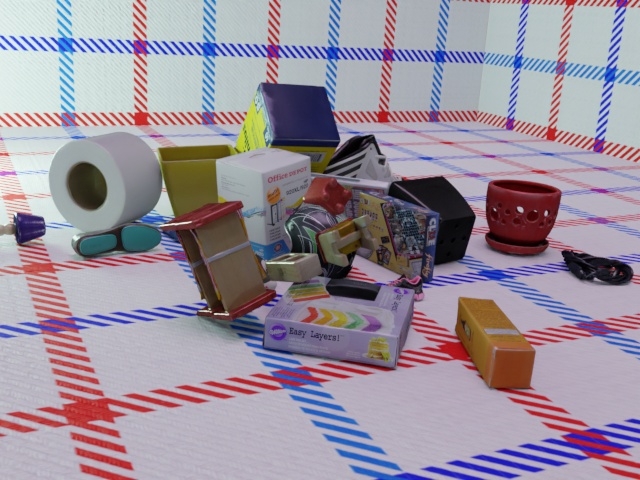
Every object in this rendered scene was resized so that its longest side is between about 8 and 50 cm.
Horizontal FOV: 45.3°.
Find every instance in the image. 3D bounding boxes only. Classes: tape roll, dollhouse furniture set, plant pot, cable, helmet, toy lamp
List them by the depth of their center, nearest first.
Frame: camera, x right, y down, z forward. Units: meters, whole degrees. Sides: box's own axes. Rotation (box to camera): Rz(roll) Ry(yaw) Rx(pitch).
[{"bbox_3d":[-0.092,-0.008,1.507,0.374,0.201,0.152,-25,13,-31],"label":"dollhouse furniture set"},{"bbox_3d":[0.000,0.000,1.751,0.169,0.162,0.169,3,17,-1],"label":"helmet"},{"bbox_3d":[-0.795,-0.020,1.815,0.274,0.080,0.080,-9,21,-30],"label":"toy lamp"},{"bbox_3d":[0.679,0.058,1.893,0.150,0.047,0.184,1,16,-9],"label":"cable"},{"bbox_3d":[0.276,-0.036,1.927,0.187,0.188,0.167,-9,34,-36],"label":"plant pot"},{"bbox_3d":[-0.562,-0.156,2.017,0.246,0.246,0.169,10,19,21],"label":"tape roll"},{"bbox_3d":[0.532,-0.063,2.040,0.191,0.174,0.191,2,17,-1],"label":"plant pot"},{"bbox_3d":[-0.337,-0.155,2.143,0.212,0.187,0.212,-5,19,-14],"label":"plant pot"}]

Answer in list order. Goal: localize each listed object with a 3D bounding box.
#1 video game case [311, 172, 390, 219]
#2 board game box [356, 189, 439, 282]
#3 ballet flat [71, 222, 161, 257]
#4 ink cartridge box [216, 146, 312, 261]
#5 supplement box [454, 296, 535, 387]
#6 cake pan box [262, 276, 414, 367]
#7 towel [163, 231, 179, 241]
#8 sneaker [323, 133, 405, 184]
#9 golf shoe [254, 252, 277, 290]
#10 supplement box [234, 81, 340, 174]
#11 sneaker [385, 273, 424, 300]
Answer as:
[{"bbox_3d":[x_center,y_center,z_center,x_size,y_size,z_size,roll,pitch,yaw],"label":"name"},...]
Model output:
[{"bbox_3d":[0.046,-0.087,2.010,0.285,0.204,0.025,9,48,17],"label":"video game case"},{"bbox_3d":[0.178,-0.014,1.828,0.042,0.165,0.243,-9,21,-34],"label":"board game box"},{"bbox_3d":[-0.489,-0.005,1.835,0.213,0.072,0.068,-8,16,-33],"label":"ballet flat"},{"bbox_3d":[-0.134,-0.092,1.876,0.168,0.233,0.171,17,29,39],"label":"ink cartridge box"},{"bbox_3d":[0.306,0.177,1.374,0.080,0.078,0.233,1,18,-8],"label":"supplement box"},{"bbox_3d":[0.045,0.144,1.455,0.245,0.070,0.267,9,17,12],"label":"cake pan box"},{"bbox_3d":[-0.362,-0.024,1.990,0.067,0.029,0.119,-9,21,-33],"label":"towel"},{"bbox_3d":[0.204,-0.171,2.189,0.447,0.258,0.169,-4,18,-24],"label":"sneaker"},{"bbox_3d":[-0.180,0.056,1.686,0.120,0.105,0.273,16,16,-21],"label":"golf shoe"},{"bbox_3d":[-0.111,-0.242,2.129,0.195,0.356,0.194,-2,59,-23],"label":"supplement box"},{"bbox_3d":[0.166,0.098,1.644,0.119,0.057,0.047,-2,20,-13],"label":"sneaker"}]
